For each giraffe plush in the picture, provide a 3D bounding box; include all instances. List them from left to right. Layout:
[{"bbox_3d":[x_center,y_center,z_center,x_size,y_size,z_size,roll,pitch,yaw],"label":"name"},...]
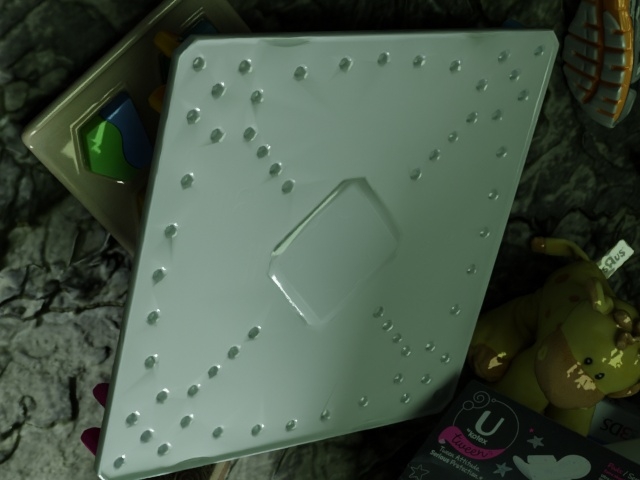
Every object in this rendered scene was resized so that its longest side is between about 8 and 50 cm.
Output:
[{"bbox_3d":[0.248,0.101,1.467,0.181,0.170,0.210,28,96,-12],"label":"giraffe plush"}]

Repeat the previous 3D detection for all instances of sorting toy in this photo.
[{"bbox_3d":[-0.108,-0.082,1.264,0.193,0.038,0.208,-43,130,-4],"label":"sorting toy"}]

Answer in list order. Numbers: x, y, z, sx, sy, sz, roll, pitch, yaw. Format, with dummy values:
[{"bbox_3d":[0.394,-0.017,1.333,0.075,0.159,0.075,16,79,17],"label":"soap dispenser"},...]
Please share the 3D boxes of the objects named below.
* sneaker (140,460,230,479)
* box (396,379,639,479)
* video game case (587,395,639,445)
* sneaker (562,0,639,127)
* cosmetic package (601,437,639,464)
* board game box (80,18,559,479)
[{"bbox_3d":[-0.128,0.242,1.430,0.188,0.066,0.071,-57,148,12],"label":"sneaker"},{"bbox_3d":[0.213,0.268,1.455,0.142,0.247,0.163,-49,148,-24],"label":"box"},{"bbox_3d":[0.253,0.285,1.680,0.244,0.061,0.269,25,101,-38],"label":"video game case"},{"bbox_3d":[0.273,-0.203,1.406,0.083,0.084,0.215,-15,122,-30],"label":"sneaker"},{"bbox_3d":[0.479,0.287,1.616,0.377,0.284,0.097,33,53,-42],"label":"cosmetic package"},{"bbox_3d":[0.000,0.000,1.328,0.390,0.050,0.390,-7,122,-38],"label":"board game box"}]
